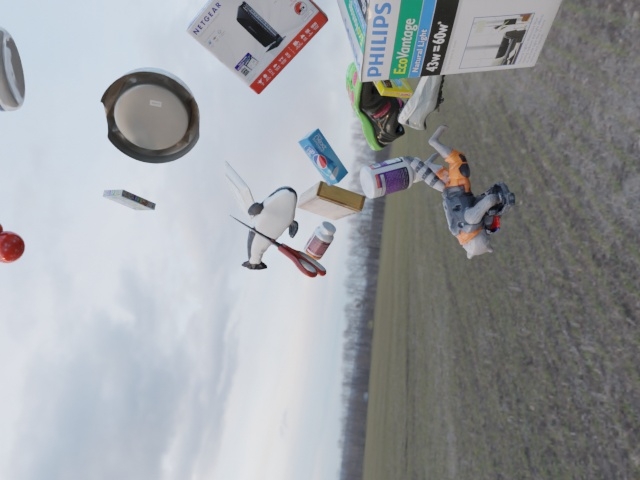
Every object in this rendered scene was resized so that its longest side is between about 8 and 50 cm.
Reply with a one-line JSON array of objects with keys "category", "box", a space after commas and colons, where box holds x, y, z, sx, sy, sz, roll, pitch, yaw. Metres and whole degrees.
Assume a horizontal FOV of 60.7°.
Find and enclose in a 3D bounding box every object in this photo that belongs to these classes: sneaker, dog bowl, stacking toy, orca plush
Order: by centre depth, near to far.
[{"category": "stacking toy", "box": [-0.953, -0.047, 1.475, 0.141, 0.330, 0.141, -58, 0, -1]}, {"category": "orca plush", "box": [-0.140, -0.046, 1.607, 0.102, 0.151, 0.288, -86, 8, -62]}, {"category": "sneaker", "box": [0.345, -0.466, 1.690, 0.272, 0.107, 0.100, -62, -5, 31]}, {"category": "dog bowl", "box": [-0.593, -0.447, 1.932, 0.102, 0.348, 0.349, -103, 12, -50]}, {"category": "sneaker", "box": [0.233, -0.569, 2.240, 0.483, 0.202, 0.185, 52, -159, -59]}]

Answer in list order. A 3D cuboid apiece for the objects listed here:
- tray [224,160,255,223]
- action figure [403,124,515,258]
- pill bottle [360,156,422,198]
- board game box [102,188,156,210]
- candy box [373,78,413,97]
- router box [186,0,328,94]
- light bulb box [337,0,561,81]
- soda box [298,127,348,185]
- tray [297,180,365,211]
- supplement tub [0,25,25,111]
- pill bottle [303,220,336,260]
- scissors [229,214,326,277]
[{"category": "tray", "box": [-0.255, -0.134, 1.809, 0.030, 0.145, 0.270, -36, -29, -13]}, {"category": "action figure", "box": [0.363, -0.101, 1.489, 0.341, 0.178, 0.331, 106, 143, -70]}, {"category": "pill bottle", "box": [0.236, -0.211, 1.782, 0.108, 0.193, 0.108, 164, 90, -76]}, {"category": "board game box", "box": [-0.685, -0.144, 1.963, 0.154, 0.103, 0.026, 29, -113, -56]}, {"category": "candy box", "box": [0.193, -0.503, 1.633, 0.027, 0.105, 0.206, -60, 40, 45]}, {"category": "router box", "box": [-0.198, -0.684, 1.717, 0.335, 0.301, 0.082, -41, 31, 22]}, {"category": "light bulb box", "box": [0.226, -0.523, 1.071, 0.225, 0.360, 0.358, 92, 170, -56]}, {"category": "soda box", "box": [0.012, -0.313, 2.064, 0.071, 0.067, 0.210, -48, -69, -29]}, {"category": "tray", "box": [0.037, -0.167, 2.420, 0.411, 0.202, 0.076, 163, 124, -76]}, {"category": "supplement tub", "box": [-1.020, -0.467, 1.506, 0.235, 0.324, 0.236, 173, 90, -76]}, {"category": "pill bottle", "box": [0.000, 0.000, 2.191, 0.152, 0.086, 0.086, -57, 9, 32]}, {"category": "scissors", "box": [-0.113, 0.013, 1.490, 0.021, 0.297, 0.109, -58, -10, 19]}]
